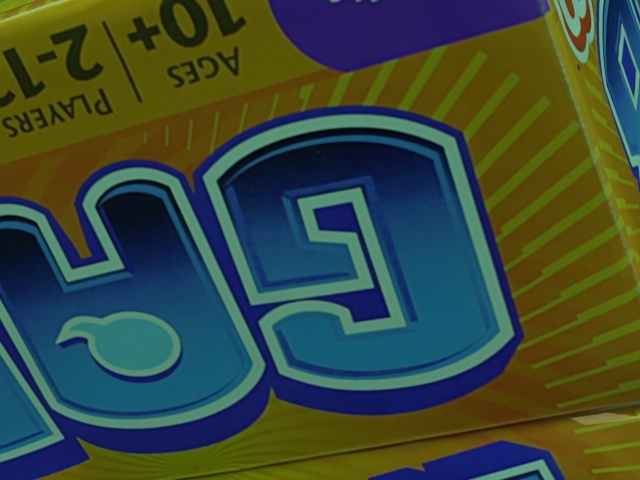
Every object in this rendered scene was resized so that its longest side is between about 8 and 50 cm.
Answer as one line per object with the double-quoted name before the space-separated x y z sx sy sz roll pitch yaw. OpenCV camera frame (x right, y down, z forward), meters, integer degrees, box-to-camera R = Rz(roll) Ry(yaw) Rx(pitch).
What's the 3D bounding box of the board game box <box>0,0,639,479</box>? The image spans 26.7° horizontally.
"board game box" 0.000 0.000 0.632 0.356 0.356 0.356 -13 115 24
